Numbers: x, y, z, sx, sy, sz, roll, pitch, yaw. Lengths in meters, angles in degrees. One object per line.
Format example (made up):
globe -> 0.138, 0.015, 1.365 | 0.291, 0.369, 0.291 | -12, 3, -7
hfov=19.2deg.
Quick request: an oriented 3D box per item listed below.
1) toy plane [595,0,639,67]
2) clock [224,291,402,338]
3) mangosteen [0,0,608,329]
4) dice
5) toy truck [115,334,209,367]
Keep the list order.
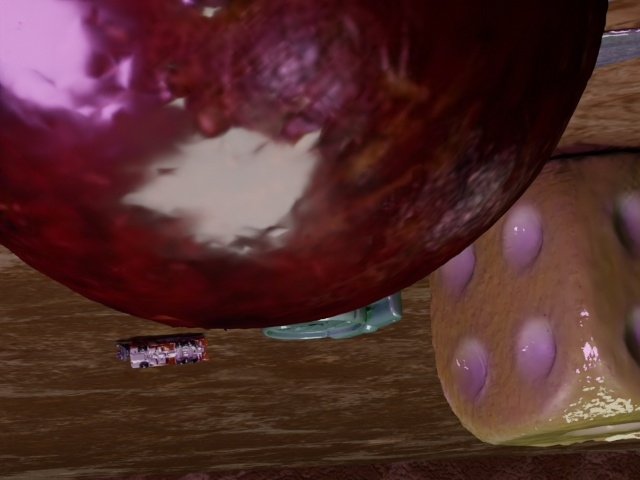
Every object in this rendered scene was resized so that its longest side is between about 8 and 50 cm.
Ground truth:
toy plane -> 0.031, -0.080, 0.836 | 0.212, 0.088, 0.267 | 0, 175, -15
clock -> -0.010, 0.053, 1.517 | 0.135, 0.041, 0.101 | 2, 166, -31
mangosteen -> -0.001, -0.098, 0.473 | 0.257, 0.215, 0.215 | -33, 161, 11
dice -> 0.184, 0.042, 1.241 | 0.169, 0.169, 0.166 | 2, 167, -32
toy truck -> -0.145, 0.100, 1.726 | 0.083, 0.024, 0.032 | -6, -162, -10
